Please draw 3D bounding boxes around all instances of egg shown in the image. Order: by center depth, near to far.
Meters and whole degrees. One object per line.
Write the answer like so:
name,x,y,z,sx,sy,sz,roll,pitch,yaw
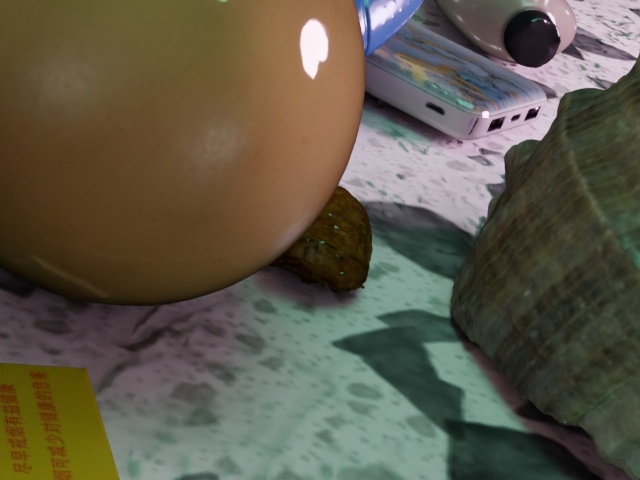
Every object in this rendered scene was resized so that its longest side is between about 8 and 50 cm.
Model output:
egg,-0.078,-0.072,0.574,0.201,0.201,0.244,8,-2,-22

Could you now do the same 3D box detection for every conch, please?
conch,0.219,-0.013,0.690,0.297,0.210,0.352,7,16,16

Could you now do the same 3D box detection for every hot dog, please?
hot dog,0.000,0.000,0.694,0.058,0.035,0.083,18,25,-3

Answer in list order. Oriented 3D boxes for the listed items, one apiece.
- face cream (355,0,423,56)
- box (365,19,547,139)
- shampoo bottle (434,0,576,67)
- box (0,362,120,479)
face cream,-0.020,-0.162,0.892,0.149,0.083,0.264,20,41,21
box,0.025,-0.153,1.018,0.285,0.044,0.142,30,23,22
shampoo bottle,0.154,-0.214,1.183,0.127,0.078,0.257,17,22,-16
box,-0.150,0.070,0.465,0.155,0.023,0.087,7,30,-24
